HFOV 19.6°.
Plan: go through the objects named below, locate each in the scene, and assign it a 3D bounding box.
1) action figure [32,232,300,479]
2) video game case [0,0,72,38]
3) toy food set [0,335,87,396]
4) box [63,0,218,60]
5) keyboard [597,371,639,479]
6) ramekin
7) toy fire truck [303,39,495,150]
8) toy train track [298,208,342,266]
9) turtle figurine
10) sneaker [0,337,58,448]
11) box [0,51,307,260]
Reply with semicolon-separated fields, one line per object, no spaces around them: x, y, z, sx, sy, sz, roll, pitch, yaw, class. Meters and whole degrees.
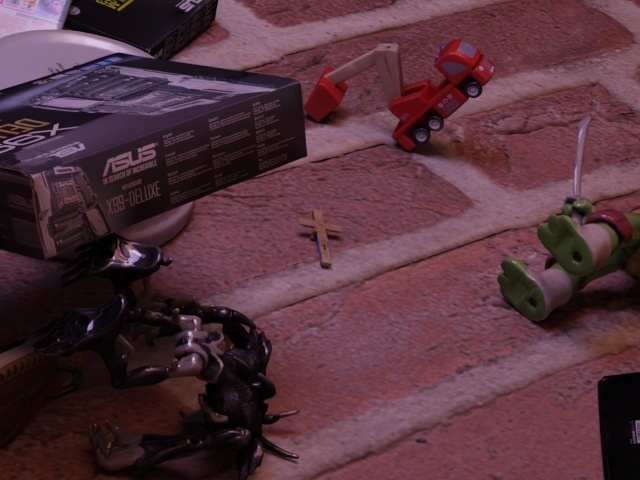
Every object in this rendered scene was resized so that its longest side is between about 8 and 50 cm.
-0.128;0.108;1.566;0.141;0.275;0.164;-12;51;28;action figure
-0.363;-0.280;2.114;0.157;0.019;0.143;15;70;0;video game case
-0.249;0.110;1.644;0.083;0.020;0.082;11;33;-6;toy food set
-0.242;-0.275;2.202;0.184;0.045;0.190;21;34;15;box
0.314;0.191;1.745;0.100;0.038;0.192;-6;33;10;keyboard
-0.252;-0.107;1.871;0.273;0.127;0.273;10;33;-7;ramekin
0.088;-0.176;2.099;0.135;0.192;0.047;42;33;-11;toy fire truck
0.000;0.000;1.915;0.048;0.014;0.083;11;38;-18;toy train track
0.294;-0.045;1.938;0.266;0.274;0.198;-26;16;-40;turtle figurine
-0.350;0.128;1.506;0.153;0.099;0.282;31;39;20;sneaker
-0.203;-0.080;1.593;0.242;0.076;0.307;13;26;42;box
